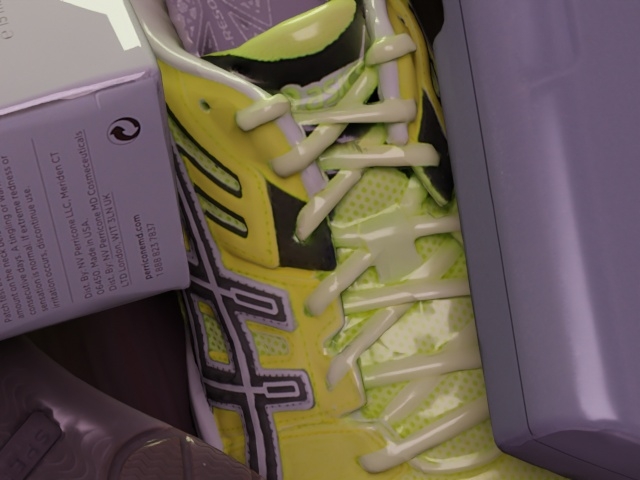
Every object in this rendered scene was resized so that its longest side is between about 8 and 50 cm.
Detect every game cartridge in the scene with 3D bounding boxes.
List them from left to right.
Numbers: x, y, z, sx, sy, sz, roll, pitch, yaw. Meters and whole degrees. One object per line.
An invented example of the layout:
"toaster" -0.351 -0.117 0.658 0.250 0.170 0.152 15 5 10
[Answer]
"game cartridge" 0.183 0.000 0.651 0.297 0.062 0.198 3 65 -29

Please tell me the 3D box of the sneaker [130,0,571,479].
"sneaker" 0.000 0.000 0.667 0.145 0.147 0.384 -29 75 -11

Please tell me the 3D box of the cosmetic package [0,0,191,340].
"cosmetic package" -0.233 -0.098 0.638 0.284 0.097 0.377 -15 46 -11

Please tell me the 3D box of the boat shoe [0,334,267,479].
"boat shoe" -0.086 0.120 0.646 0.324 0.116 0.123 43 61 4
